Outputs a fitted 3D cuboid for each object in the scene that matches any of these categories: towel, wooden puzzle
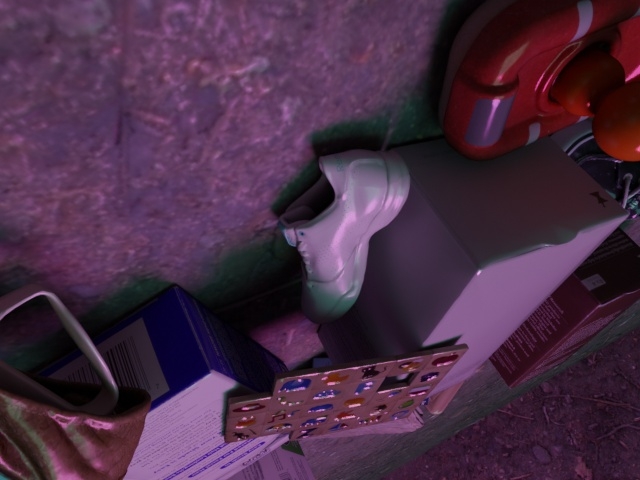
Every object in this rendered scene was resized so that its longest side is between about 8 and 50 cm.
[{"bbox_3d":[0.022,0.287,0.859,0.283,0.049,0.187,-9,148,13],"label":"towel"},{"bbox_3d":[0.272,0.246,1.073,0.221,0.044,0.238,-51,148,-10],"label":"wooden puzzle"}]

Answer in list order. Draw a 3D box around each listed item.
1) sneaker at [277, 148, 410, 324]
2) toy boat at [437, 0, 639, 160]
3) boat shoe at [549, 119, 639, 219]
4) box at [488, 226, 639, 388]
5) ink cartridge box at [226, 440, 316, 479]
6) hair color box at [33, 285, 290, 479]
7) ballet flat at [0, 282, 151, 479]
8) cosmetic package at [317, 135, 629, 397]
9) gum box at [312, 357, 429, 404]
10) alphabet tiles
[{"bbox_3d":[0.000,0.000,0.498,0.094,0.080,0.212,1,132,-25],"label":"sneaker"},{"bbox_3d":[0.222,-0.125,0.418,0.231,0.151,0.151,-24,150,-12],"label":"toy boat"},{"bbox_3d":[0.364,-0.071,0.661,0.301,0.102,0.108,4,125,-46],"label":"boat shoe"},{"bbox_3d":[0.513,0.156,1.116,0.191,0.143,0.381,-17,149,-23],"label":"box"},{"bbox_3d":[-0.125,0.430,0.931,0.209,0.153,0.087,3,137,-43],"label":"ink cartridge box"},{"bbox_3d":[-0.148,0.196,0.608,0.185,0.110,0.338,-32,148,-1],"label":"hair color box"},{"bbox_3d":[-0.230,0.068,0.320,0.124,0.116,0.342,-56,133,-20],"label":"ballet flat"},{"bbox_3d":[0.142,0.058,0.615,0.197,0.155,0.365,-14,145,-25],"label":"cosmetic package"},{"bbox_3d":[0.088,0.237,0.863,0.185,0.041,0.157,-3,149,7],"label":"gum box"},{"bbox_3d":[0.017,0.175,0.561,0.238,0.009,0.198,-4,144,-17],"label":"alphabet tiles"}]
